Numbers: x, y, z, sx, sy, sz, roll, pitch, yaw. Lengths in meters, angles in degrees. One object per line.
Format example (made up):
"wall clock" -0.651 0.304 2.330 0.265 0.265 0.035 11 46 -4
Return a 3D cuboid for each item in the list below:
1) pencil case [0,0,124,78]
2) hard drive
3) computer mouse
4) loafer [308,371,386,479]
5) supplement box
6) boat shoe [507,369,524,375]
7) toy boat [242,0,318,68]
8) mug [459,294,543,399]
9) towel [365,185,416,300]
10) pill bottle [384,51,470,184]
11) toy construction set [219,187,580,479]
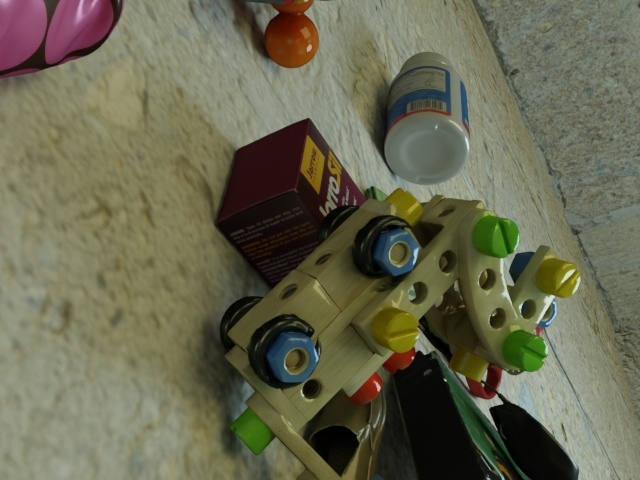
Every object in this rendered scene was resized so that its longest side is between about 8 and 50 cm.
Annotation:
"pencil case" -0.179 -0.118 0.324 0.095 0.098 0.209 63 26 -16
"hard drive" 0.169 0.258 0.636 0.237 0.064 0.339 52 9 -12
"computer mouse" 0.171 0.166 0.710 0.242 0.041 0.071 47 -9 6
"loafer" 0.022 0.158 0.579 0.050 0.056 0.148 55 28 -42
"supplement box" 0.000 0.000 0.623 0.188 0.080 0.104 52 30 -34
"boat shoe" 0.285 0.142 1.143 0.178 0.064 0.060 60 -6 -17
"toy boat" -0.029 -0.258 0.727 0.231 0.151 0.151 -56 153 -60
"mug" 0.247 0.146 0.994 0.169 0.113 0.150 16 56 -57
"towel" 0.100 0.013 0.898 0.113 0.023 0.152 27 46 -59
"pill bottle" 0.162 -0.195 1.054 0.124 0.124 0.221 54 29 -31
"toy construction set" 0.055 0.091 0.518 0.328 0.151 0.215 -51 119 -28
